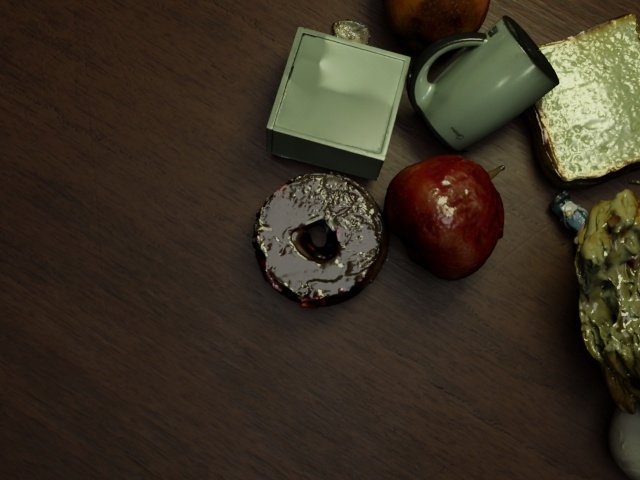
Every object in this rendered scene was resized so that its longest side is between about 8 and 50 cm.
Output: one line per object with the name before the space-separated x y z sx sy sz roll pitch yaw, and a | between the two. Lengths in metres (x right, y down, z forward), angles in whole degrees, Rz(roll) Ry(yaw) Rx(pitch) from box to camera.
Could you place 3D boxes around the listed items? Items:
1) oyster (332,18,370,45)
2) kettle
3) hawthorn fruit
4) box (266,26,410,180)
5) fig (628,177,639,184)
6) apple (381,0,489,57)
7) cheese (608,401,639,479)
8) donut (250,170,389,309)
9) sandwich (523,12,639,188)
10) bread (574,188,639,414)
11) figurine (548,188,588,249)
oyster | 0.060 -0.423 1.552 0.083 0.019 0.054 28 85 1
kettle | 0.284 -0.297 1.424 0.221 0.161 0.236 35 124 -27
hawthorn fruit | 0.248 -0.065 1.427 0.266 0.210 0.230 -43 92 -24
box | 0.033 -0.257 1.465 0.225 0.117 0.225 16 72 1
fig | 0.694 -0.084 1.485 0.093 0.093 0.166 -41 84 -5
apple | 0.219 -0.467 1.458 0.229 0.230 0.230 0 83 -1
cheese | 0.627 0.370 1.400 0.189 0.154 0.198 19 84 7
donut | 0.000 0.000 1.462 0.269 0.103 0.270 0 82 2
sandwich | 0.534 -0.261 1.498 0.271 0.099 0.301 -18 82 4
bread | 0.558 0.136 1.334 0.370 0.191 0.314 47 44 -20
figurine | 0.508 -0.026 1.482 0.086 0.087 0.149 -27 68 -41
